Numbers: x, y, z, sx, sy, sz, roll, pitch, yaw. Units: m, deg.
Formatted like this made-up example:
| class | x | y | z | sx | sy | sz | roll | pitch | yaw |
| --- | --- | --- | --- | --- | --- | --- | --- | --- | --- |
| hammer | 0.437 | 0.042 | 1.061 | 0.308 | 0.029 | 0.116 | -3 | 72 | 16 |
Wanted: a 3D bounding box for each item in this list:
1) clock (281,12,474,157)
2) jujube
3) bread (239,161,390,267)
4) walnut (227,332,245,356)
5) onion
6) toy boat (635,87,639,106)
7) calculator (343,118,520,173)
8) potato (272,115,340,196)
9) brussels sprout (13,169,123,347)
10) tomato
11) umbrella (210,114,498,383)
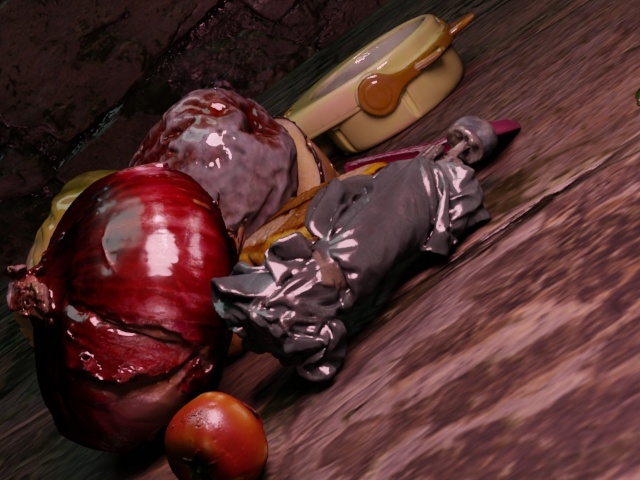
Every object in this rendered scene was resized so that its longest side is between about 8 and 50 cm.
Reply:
| class | x | y | z | sx | sy | sz | roll | pitch | yaw |
| --- | --- | --- | --- | --- | --- | --- | --- | --- | --- |
| clock | 0.102 | -0.250 | 1.694 | 0.348 | 0.117 | 0.286 | -23 | 19 | 41 |
| jujube | -0.157 | -0.042 | 1.337 | 0.317 | 0.226 | 0.226 | -60 | 5 | 21 |
| bread | 0.000 | 0.000 | 1.169 | 0.181 | 0.096 | 0.222 | -44 | 14 | -36 |
| walnut | -0.100 | 0.093 | 1.174 | 0.121 | 0.052 | 0.091 | -18 | 60 | 57 |
| onion | -0.213 | 0.070 | 1.084 | 0.314 | 0.232 | 0.313 | -172 | 90 | -69 |
| toy boat | 0.355 | -0.154 | 0.880 | 0.104 | 0.052 | 0.210 | -38 | 13 | -15 |
| calculator | 0.131 | -0.105 | 1.210 | 0.191 | 0.034 | 0.127 | -13 | 5 | 28 |
| potato | -0.036 | -0.070 | 1.447 | 0.202 | 0.182 | 0.117 | -15 | -18 | 41 |
| brussels sprout | -0.325 | 0.027 | 1.567 | 0.274 | 0.242 | 0.316 | -36 | 13 | 31 |
| tomato | -0.083 | 0.164 | 0.848 | 0.087 | 0.087 | 0.075 | -24 | 16 | 42 |
| umbrella | 0.052 | -0.007 | 1.002 | 0.349 | 0.143 | 0.094 | -43 | -10 | -28 |
